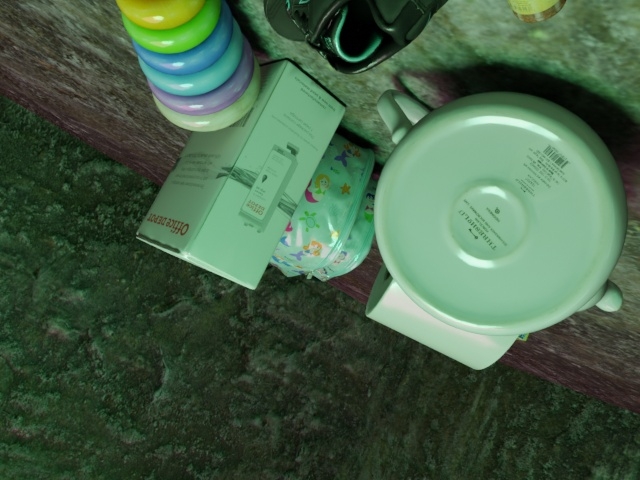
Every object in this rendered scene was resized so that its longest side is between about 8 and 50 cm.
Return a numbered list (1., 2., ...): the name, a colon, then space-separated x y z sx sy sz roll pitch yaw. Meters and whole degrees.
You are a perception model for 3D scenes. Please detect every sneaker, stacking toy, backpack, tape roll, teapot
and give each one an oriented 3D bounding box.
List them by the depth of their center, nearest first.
1. sneaker: 0.011 -0.195 0.499 0.101 0.106 0.267 29 172 -27
2. stacking toy: -0.153 -0.250 0.636 0.141 0.141 0.330 24 164 11
3. teapot: 0.183 -0.037 0.640 0.252 0.256 0.187 1 -168 23
4. tape roll: 0.189 0.031 0.839 0.169 0.246 0.246 27 171 1
5. backpack: -0.004 -0.053 0.981 0.191 0.225 0.253 24 162 -9

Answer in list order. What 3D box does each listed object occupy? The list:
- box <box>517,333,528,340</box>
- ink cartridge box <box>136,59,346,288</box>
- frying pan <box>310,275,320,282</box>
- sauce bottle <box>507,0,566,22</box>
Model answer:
1. box: 0.306 0.062 0.923 0.059 0.169 0.054 26 172 -3
2. ink cartridge box: -0.118 -0.093 0.861 0.117 0.283 0.207 32 170 -33
3. frying pan: 0.026 0.004 1.233 0.197 0.053 0.326 12 -146 -25
4. sauce bottle: 0.124 -0.193 0.385 0.042 0.042 0.128 19 170 37
